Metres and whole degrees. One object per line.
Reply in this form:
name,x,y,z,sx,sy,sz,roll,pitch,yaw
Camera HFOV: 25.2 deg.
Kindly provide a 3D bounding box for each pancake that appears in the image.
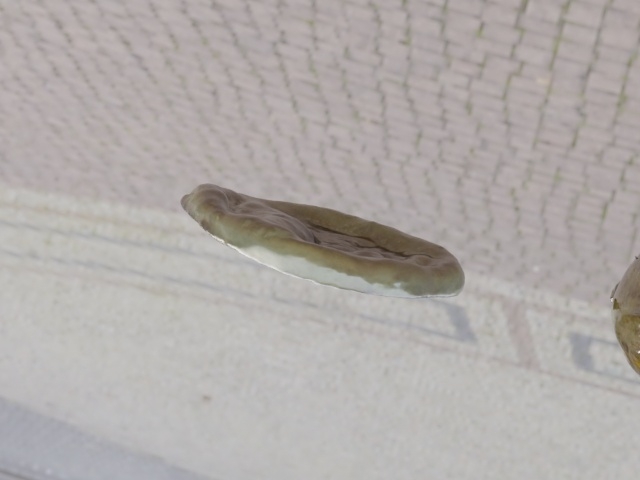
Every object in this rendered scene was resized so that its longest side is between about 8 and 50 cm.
pancake,0.000,0.000,1.381,0.294,0.049,0.294,15,-174,-2

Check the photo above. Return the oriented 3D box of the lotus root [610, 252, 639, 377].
lotus root,0.244,0.045,0.873,0.120,0.120,0.209,23,178,-23
